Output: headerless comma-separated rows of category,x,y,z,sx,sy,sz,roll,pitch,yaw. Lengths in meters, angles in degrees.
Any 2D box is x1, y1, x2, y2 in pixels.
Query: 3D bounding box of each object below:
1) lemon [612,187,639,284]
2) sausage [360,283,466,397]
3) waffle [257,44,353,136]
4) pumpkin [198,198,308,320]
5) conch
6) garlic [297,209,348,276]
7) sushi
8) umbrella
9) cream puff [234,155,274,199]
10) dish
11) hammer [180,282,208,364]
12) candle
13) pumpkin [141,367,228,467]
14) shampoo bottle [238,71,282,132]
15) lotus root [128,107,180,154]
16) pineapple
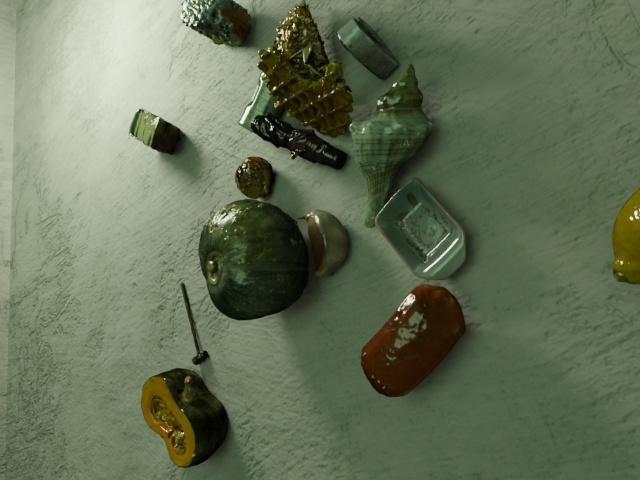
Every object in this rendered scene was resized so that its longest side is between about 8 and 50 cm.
lemon,0.579,-0.016,0.833,0.244,0.187,0.187,-50,54,26
sausage,0.198,0.215,1.116,0.141,0.153,0.268,41,108,13
waffle,-0.028,-0.391,1.384,0.293,0.260,0.069,28,67,26
pumpkin,-0.176,0.044,1.392,0.291,0.257,0.328,-22,74,48
conch,0.144,-0.233,1.251,0.386,0.169,0.203,-61,26,10
garlic,0.002,-0.013,1.373,0.128,0.090,0.198,-44,60,39
sushi,-0.344,-0.741,1.736,0.274,0.184,0.139,24,97,39
umbrella,-0.061,-0.278,1.460,0.326,0.094,0.090,28,113,25
cream puff,-0.203,-0.188,1.566,0.119,0.104,0.133,-13,74,30
dish,0.242,-0.016,1.185,0.154,0.064,0.234,-48,54,22
hammer,-0.423,0.263,1.704,0.058,0.029,0.292,-37,58,26
candle,0.123,-0.494,1.336,0.168,0.192,0.068,45,116,-11
pumpkin,-0.404,0.510,1.562,0.317,0.139,0.222,38,108,39
shampoo bottle,-0.157,-0.438,1.585,0.118,0.087,0.234,33,102,33
lotus root,-0.607,-0.397,1.917,0.235,0.138,0.119,30,95,40
pineapple,-0.065,-0.537,1.456,0.161,0.158,0.335,-16,81,5
